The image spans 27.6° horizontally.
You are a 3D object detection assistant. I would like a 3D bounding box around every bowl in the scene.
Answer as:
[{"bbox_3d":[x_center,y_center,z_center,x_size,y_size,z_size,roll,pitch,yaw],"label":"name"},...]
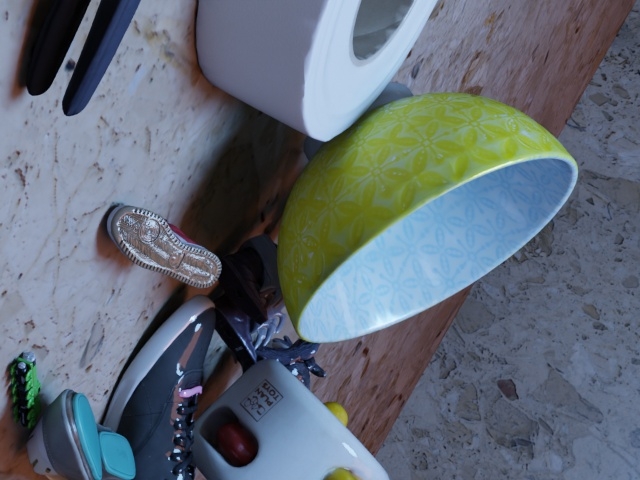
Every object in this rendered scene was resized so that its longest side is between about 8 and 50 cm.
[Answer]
[{"bbox_3d":[0.069,-0.048,1.181,0.289,0.156,0.289,-27,160,-10],"label":"bowl"}]

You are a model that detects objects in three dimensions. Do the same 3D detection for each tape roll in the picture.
[{"bbox_3d":[0.022,-0.225,1.018,0.286,0.100,0.286,-55,164,-24],"label":"tape roll"}]

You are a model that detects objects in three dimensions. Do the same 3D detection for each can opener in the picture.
[{"bbox_3d":[-0.118,-0.154,0.737,0.186,0.059,0.073,-67,166,21],"label":"can opener"}]

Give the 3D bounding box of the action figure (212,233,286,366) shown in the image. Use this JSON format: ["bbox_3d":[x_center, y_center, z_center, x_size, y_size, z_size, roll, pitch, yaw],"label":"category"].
[{"bbox_3d":[0.000,0.000,1.361,0.285,0.099,0.185,-41,175,-35],"label":"action figure"}]

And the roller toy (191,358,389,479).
[{"bbox_3d":[-0.029,0.221,1.321,0.146,0.191,0.209,-44,178,-6],"label":"roller toy"}]

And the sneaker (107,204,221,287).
[{"bbox_3d":[-0.137,-0.002,1.030,0.118,0.067,0.042,36,85,-46],"label":"sneaker"}]

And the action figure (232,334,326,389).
[{"bbox_3d":[-0.058,0.196,1.503,0.164,0.141,0.275,-45,134,-27],"label":"action figure"}]

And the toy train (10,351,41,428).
[{"bbox_3d":[-0.222,0.113,0.985,0.083,0.017,0.023,102,11,-49],"label":"toy train"}]

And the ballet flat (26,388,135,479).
[{"bbox_3d":[-0.205,0.176,1.069,0.213,0.068,0.072,78,-1,-70],"label":"ballet flat"}]

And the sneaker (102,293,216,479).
[{"bbox_3d":[-0.133,0.204,1.212,0.295,0.147,0.104,-63,165,3],"label":"sneaker"}]
